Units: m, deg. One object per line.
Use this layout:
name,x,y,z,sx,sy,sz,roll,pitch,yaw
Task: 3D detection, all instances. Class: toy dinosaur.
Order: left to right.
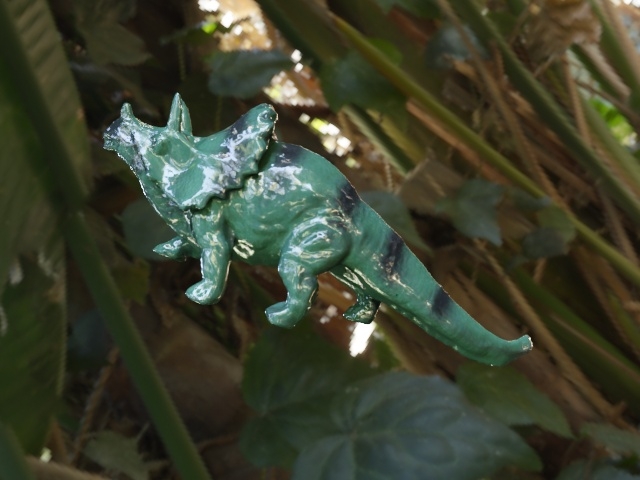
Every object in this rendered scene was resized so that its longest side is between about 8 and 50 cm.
toy dinosaur,-0.012,0.013,0.624,0.120,0.292,0.079,-48,0,3
